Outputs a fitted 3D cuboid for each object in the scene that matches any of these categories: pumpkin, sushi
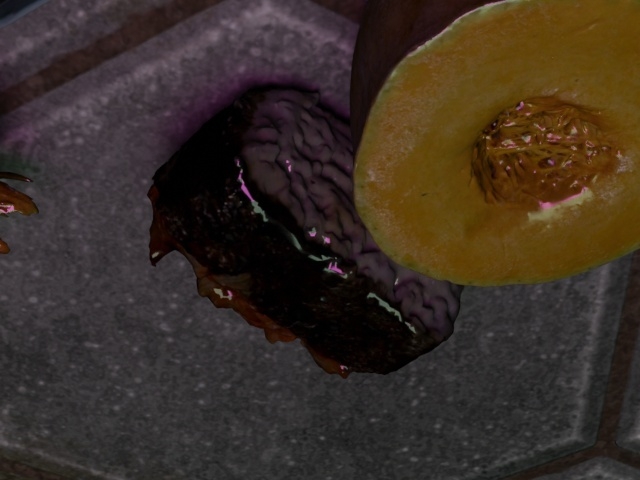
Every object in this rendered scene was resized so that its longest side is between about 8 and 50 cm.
[{"bbox_3d":[0.173,-0.137,1.143,0.332,0.199,0.332,-5,140,-4],"label":"pumpkin"},{"bbox_3d":[0.000,0.000,1.272,0.343,0.196,0.182,39,139,-26],"label":"sushi"}]

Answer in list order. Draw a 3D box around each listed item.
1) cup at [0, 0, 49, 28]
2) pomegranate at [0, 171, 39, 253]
[{"bbox_3d":[-0.294,-0.296,0.964,0.311,0.331,0.256,-22,96,20],"label":"cup"},{"bbox_3d":[-0.382,-0.058,1.177,0.257,0.221,0.221,18,130,-28],"label":"pomegranate"}]
